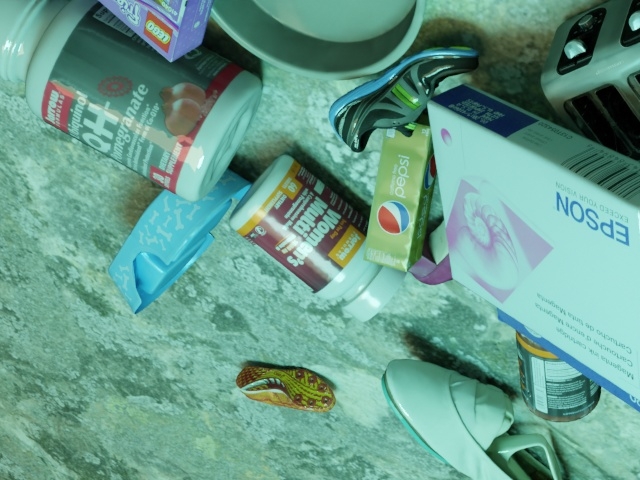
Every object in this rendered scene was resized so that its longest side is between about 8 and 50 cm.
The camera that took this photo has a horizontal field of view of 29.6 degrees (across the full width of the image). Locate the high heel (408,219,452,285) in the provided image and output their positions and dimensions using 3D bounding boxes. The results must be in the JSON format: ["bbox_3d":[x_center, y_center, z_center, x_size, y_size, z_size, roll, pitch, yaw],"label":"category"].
[{"bbox_3d":[0.204,-0.007,1.490,0.244,0.082,0.117,-32,146,33],"label":"high heel"}]

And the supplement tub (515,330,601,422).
[{"bbox_3d":[0.300,0.132,1.528,0.106,0.106,0.197,10,136,24],"label":"supplement tub"}]

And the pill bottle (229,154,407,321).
[{"bbox_3d":[0.000,0.000,1.569,0.221,0.121,0.121,39,141,-9],"label":"pill bottle"}]

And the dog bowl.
[{"bbox_3d":[-0.202,-0.010,1.667,0.074,0.166,0.297,44,141,2],"label":"dog bowl"}]

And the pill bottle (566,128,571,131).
[{"bbox_3d":[0.304,-0.029,1.303,0.184,0.103,0.103,47,148,27],"label":"pill bottle"}]

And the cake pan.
[{"bbox_3d":[-0.015,-0.306,1.307,0.293,0.054,0.293,18,139,16],"label":"cake pan"}]

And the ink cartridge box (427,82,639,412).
[{"bbox_3d":[0.246,0.033,1.259,0.324,0.071,0.330,35,145,50],"label":"ink cartridge box"}]

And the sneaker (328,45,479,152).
[{"bbox_3d":[0.099,-0.158,1.343,0.188,0.067,0.078,-29,84,24],"label":"sneaker"}]

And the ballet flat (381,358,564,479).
[{"bbox_3d":[0.246,0.285,1.729,0.139,0.139,0.400,-15,127,42],"label":"ballet flat"}]

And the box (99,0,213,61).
[{"bbox_3d":[-0.232,-0.362,1.332,0.293,0.057,0.201,41,142,12],"label":"box"}]

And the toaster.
[{"bbox_3d":[0.334,-0.154,1.199,0.168,0.110,0.185,-19,120,45],"label":"toaster"}]

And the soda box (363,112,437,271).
[{"bbox_3d":[0.099,-0.060,1.430,0.058,0.061,0.181,16,111,18],"label":"soda box"}]

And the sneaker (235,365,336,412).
[{"bbox_3d":[-0.049,0.237,1.915,0.175,0.064,0.067,11,157,31],"label":"sneaker"}]

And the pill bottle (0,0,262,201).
[{"bbox_3d":[-0.246,-0.194,1.479,0.319,0.176,0.176,29,141,3],"label":"pill bottle"}]
